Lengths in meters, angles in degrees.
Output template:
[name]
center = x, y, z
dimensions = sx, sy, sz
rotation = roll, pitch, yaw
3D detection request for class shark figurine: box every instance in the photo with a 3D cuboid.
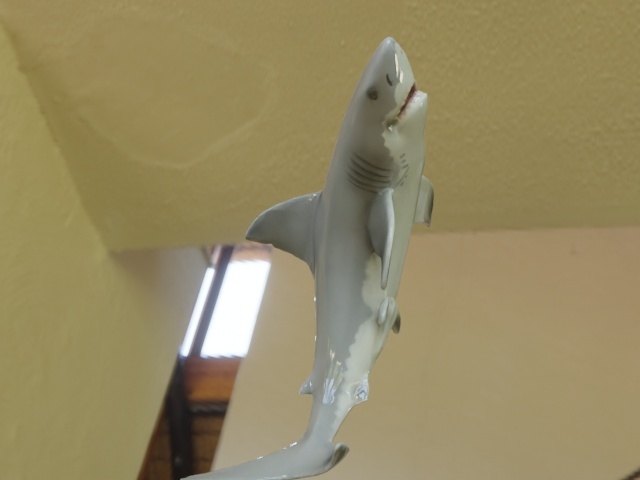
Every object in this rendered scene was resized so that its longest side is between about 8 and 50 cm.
[shark figurine]
center = -0.003, 0.027, 0.746
dimensions = 0.116, 0.278, 0.166
rotation = 12, -12, 14
